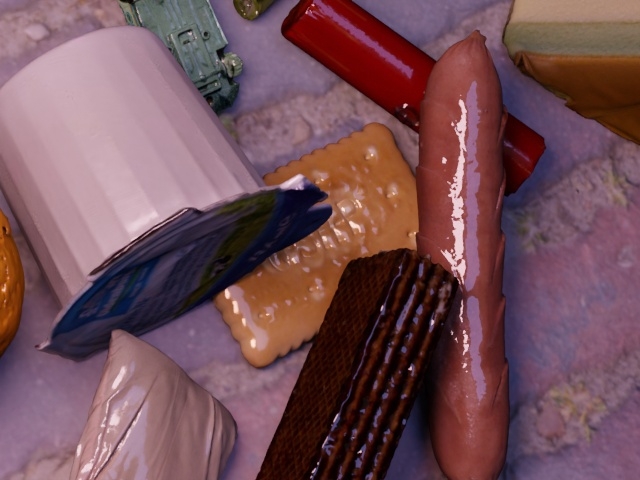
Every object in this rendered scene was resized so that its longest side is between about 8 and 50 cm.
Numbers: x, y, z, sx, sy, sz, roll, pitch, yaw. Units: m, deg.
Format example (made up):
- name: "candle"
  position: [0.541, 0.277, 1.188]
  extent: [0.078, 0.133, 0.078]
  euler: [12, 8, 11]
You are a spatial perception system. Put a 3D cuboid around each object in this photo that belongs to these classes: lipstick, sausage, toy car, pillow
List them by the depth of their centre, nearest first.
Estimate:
- name: "pillow"
  position: [-0.147, 0.230, 1.663]
  extent: [0.173, 0.067, 0.270]
  euler: [33, 62, -38]
- name: "toy car"
  position: [-0.137, -0.199, 1.809]
  extent: [0.093, 0.058, 0.186]
  euler: [-27, 100, -29]
- name: "sausage"
  position: [0.133, 0.019, 1.828]
  extent: [0.088, 0.088, 0.433]
  euler: [1, 86, -25]
- name: "lipstick"
  position: [0.089, -0.147, 1.893]
  extent: [0.279, 0.073, 0.073]
  euler: [34, 64, -13]

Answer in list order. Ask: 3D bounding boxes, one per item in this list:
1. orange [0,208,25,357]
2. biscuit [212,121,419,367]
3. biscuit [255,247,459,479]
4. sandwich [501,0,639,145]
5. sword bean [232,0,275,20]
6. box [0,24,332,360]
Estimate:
- name: "orange"
  position: [-0.346, 0.035, 1.568]
  extent: [0.219, 0.193, 0.219]
  euler: [0, 90, -8]
- name: "biscuit"
  position: [0.000, 0.000, 1.830]
  extent: [0.249, 0.030, 0.160]
  euler: [-27, 87, -29]
- name: "biscuit"
  position: [0.007, 0.189, 1.718]
  extent: [0.073, 0.107, 0.388]
  euler: [32, 69, -21]
- name: "sandwich"
  position: [0.330, -0.215, 1.952]
  extent: [0.227, 0.198, 0.155]
  euler: [25, 66, -17]
- name: "sword bean"
  position: [0.017, -0.293, 1.920]
  extent: [0.269, 0.038, 0.043]
  euler: [-37, 87, -30]
- name: "box"
  position: [-0.147, -0.062, 1.673]
  extent: [0.291, 0.262, 0.206]
  euler: [-23, 75, -35]
